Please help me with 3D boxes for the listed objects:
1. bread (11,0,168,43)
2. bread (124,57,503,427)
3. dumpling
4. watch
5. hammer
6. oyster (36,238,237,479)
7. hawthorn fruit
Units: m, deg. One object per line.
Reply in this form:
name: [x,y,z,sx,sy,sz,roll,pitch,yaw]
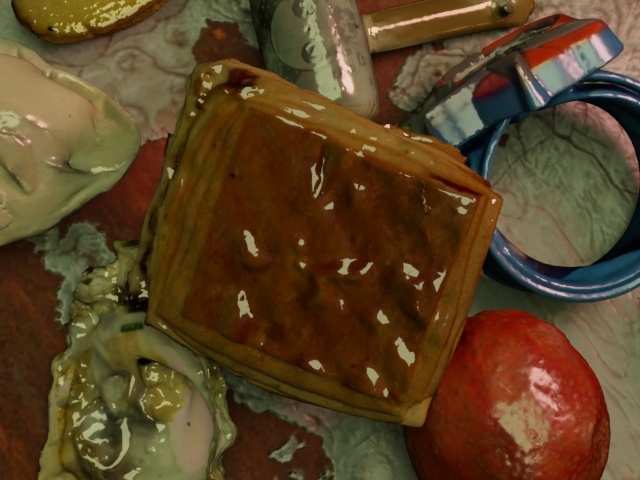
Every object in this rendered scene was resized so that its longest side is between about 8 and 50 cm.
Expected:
bread: [-0.233,-0.275,1.967,0.188,0.065,0.149,-31,74,-7]
bread: [0.000,0.000,1.794,0.325,0.167,0.277,22,103,12]
dumpling: [-0.346,-0.110,1.897,0.318,0.187,0.242,2,40,-13]
watch: [0.211,-0.052,1.903,0.305,0.241,0.274,-37,100,-4]
hammer: [0.085,-0.220,1.976,0.306,0.113,0.201,-12,85,-16]
oyster: [-0.169,0.176,1.881,0.201,0.107,0.354,3,85,27]
hawthorn fruit: [0.170,0.160,1.869,0.205,0.205,0.253,-26,74,-10]
